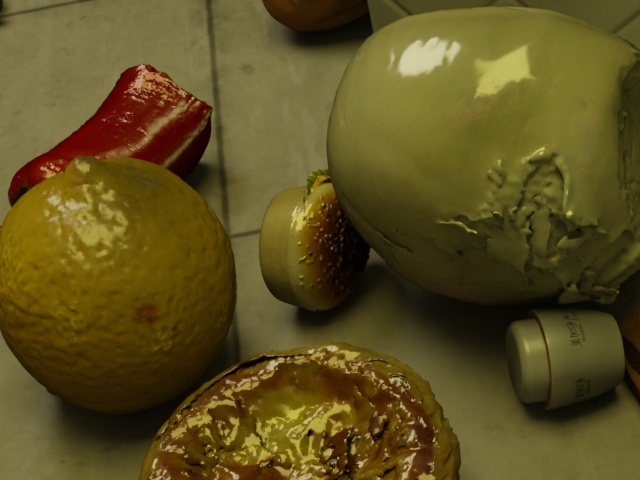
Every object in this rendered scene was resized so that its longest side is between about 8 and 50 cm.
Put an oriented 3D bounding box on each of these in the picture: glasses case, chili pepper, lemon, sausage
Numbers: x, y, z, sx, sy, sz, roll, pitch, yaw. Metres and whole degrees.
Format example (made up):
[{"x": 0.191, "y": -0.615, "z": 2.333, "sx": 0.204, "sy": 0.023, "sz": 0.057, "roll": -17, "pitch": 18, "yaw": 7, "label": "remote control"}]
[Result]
[{"x": 0.314, "y": 0.131, "z": 1.560, "sx": 0.064, "sy": 0.041, "sz": 0.170, "roll": -17, "pitch": 42, "yaw": -4, "label": "glasses case"}, {"x": -0.251, "y": -0.038, "z": 1.820, "sx": 0.134, "sy": 0.131, "sz": 0.338, "roll": 33, "pitch": 51, "yaw": 10, "label": "chili pepper"}, {"x": -0.193, "y": 0.038, "z": 1.632, "sx": 0.228, "sy": 0.253, "sz": 0.228, "roll": 0, "pitch": 52, "yaw": 0, "label": "lemon"}, {"x": 0.042, "y": -0.322, "z": 2.034, "sx": 0.241, "sy": 0.120, "sz": 0.136, "roll": -24, "pitch": 18, "yaw": 28, "label": "sausage"}]

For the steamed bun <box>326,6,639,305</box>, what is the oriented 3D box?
[{"x": 0.159, "y": -0.056, "z": 1.623, "sx": 0.312, "sy": 0.334, "sz": 0.233, "roll": -1, "pitch": 64, "yaw": 35, "label": "steamed bun"}]

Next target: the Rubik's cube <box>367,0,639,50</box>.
[{"x": 0.246, "y": -0.289, "z": 1.830, "sx": 0.318, "sy": 0.322, "sz": 0.316, "roll": 7, "pitch": 47, "yaw": 23, "label": "Rubik's cube"}]

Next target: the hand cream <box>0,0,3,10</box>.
[{"x": -0.476, "y": -0.357, "z": 2.288, "sx": 0.095, "sy": 0.059, "sz": 0.276, "roll": -25, "pitch": 38, "yaw": -16, "label": "hand cream"}]

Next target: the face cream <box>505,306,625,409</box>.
[{"x": 0.219, "y": 0.103, "z": 1.578, "sx": 0.095, "sy": 0.091, "sz": 0.091, "roll": -8, "pitch": 41, "yaw": -5, "label": "face cream"}]

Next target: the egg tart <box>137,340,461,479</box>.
[{"x": -0.017, "y": 0.216, "z": 1.497, "sx": 0.290, "sy": 0.115, "sz": 0.290, "roll": -9, "pitch": 42, "yaw": 8, "label": "egg tart"}]

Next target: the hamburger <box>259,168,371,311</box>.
[{"x": 0.000, "y": 0.000, "z": 1.718, "sx": 0.081, "sy": 0.126, "sz": 0.141, "roll": 0, "pitch": 45, "yaw": 27, "label": "hamburger"}]
